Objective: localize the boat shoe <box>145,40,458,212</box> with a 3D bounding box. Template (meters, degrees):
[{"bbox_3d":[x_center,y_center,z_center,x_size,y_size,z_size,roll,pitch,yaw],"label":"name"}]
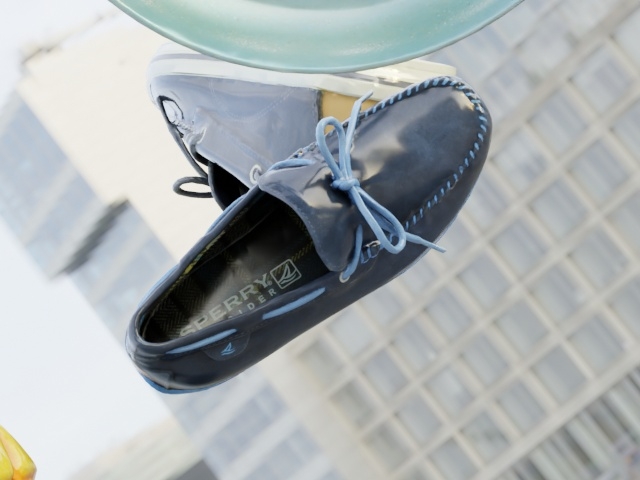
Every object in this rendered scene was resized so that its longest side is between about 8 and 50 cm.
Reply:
[{"bbox_3d":[-0.033,-0.082,1.581,0.187,0.156,0.500,6,4,-22],"label":"boat shoe"}]

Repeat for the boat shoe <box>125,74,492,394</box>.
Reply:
[{"bbox_3d":[0.000,0.000,1.101,0.258,0.109,0.089,-45,-15,-5],"label":"boat shoe"}]

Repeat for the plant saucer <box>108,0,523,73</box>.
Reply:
[{"bbox_3d":[-0.002,-0.238,0.891,0.317,0.317,0.044,-40,5,13],"label":"plant saucer"}]

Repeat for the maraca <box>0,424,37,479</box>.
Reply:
[{"bbox_3d":[-0.121,0.113,0.601,0.099,0.186,0.127,-30,26,15],"label":"maraca"}]
